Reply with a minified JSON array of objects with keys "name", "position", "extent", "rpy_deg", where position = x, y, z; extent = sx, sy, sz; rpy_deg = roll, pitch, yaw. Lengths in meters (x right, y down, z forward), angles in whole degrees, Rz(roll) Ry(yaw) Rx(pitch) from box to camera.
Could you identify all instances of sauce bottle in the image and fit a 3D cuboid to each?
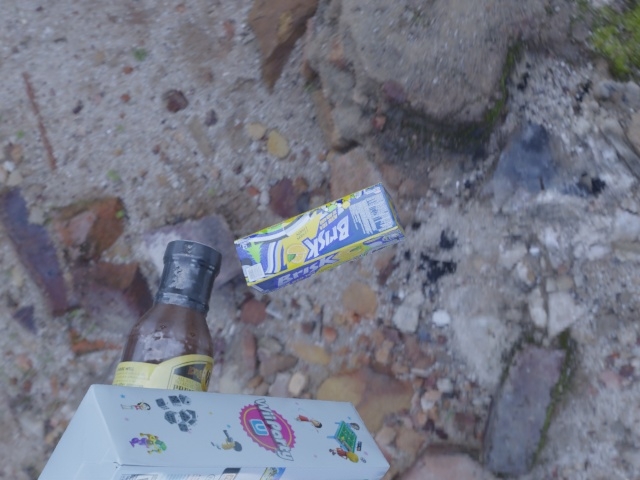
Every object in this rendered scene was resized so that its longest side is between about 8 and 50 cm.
[{"name":"sauce bottle","position":[-0.185,0.168,1.147],"extent":[0.112,0.111,0.344],"rpy_deg":[9,72,6]}]

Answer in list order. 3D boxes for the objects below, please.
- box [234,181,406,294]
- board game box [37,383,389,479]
[{"name":"box","position":[0.000,0.000,1.044],"extent":[0.169,0.059,0.054],"rpy_deg":[-21,73,9]},{"name":"board game box","position":[-0.116,0.255,0.944],"extent":[0.303,0.097,0.224],"rpy_deg":[12,121,-40]}]
